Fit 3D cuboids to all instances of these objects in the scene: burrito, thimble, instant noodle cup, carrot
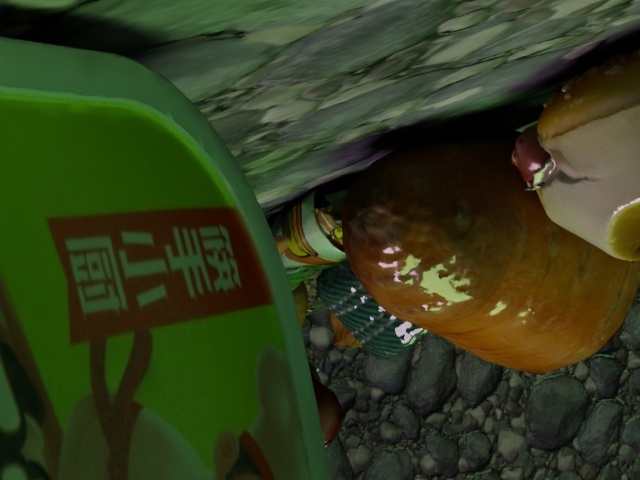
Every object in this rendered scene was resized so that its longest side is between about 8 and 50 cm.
[{"bbox_3d":[0.000,0.000,1.075,0.104,0.054,0.288,-19,174,-23],"label":"burrito"},{"bbox_3d":[0.066,0.025,1.172,0.118,0.090,0.135,-46,-174,-39],"label":"thimble"},{"bbox_3d":[-0.185,0.104,0.428,0.307,0.294,0.294,-12,178,24],"label":"instant noodle cup"},{"bbox_3d":[0.085,0.002,0.905,0.159,0.159,0.225,-21,163,33],"label":"carrot"}]

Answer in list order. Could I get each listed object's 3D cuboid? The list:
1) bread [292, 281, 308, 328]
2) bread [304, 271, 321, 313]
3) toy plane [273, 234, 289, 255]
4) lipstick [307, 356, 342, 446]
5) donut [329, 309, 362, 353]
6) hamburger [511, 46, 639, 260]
[{"bbox_3d":[-0.062,0.069,1.287,0.114,0.077,0.189,-54,-170,-6],"label":"bread"},{"bbox_3d":[-0.047,0.059,1.532,0.066,0.060,0.110,-49,-168,-28],"label":"bread"},{"bbox_3d":[-0.162,0.079,0.992,0.316,0.103,0.204,-19,-152,-4],"label":"toy plane"},{"bbox_3d":[-0.066,0.089,1.081,0.081,0.081,0.299,-17,-162,-20],"label":"lipstick"},{"bbox_3d":[0.129,0.016,1.382,0.277,0.109,0.277,-18,176,-1],"label":"donut"},{"bbox_3d":[0.211,-0.063,0.826,0.210,0.116,0.173,-8,159,-40],"label":"hamburger"}]
